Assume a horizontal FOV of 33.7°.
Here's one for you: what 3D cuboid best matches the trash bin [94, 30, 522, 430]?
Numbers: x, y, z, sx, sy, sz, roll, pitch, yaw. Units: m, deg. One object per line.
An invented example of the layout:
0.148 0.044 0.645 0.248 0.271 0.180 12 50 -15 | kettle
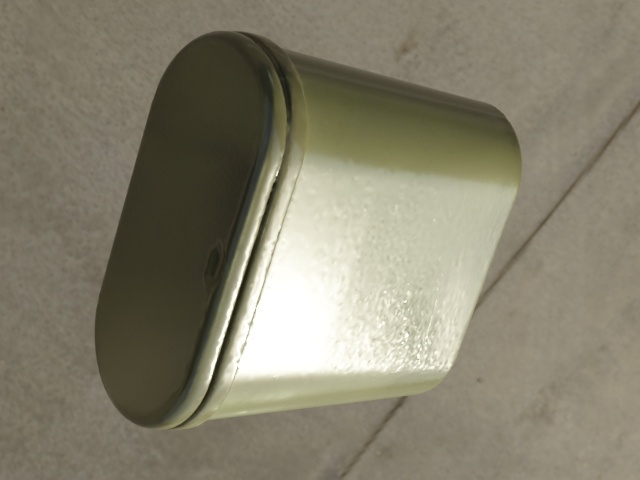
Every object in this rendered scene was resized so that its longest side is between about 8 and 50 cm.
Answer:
0.000 0.000 0.693 0.247 0.121 0.243 2 111 -44 | trash bin
